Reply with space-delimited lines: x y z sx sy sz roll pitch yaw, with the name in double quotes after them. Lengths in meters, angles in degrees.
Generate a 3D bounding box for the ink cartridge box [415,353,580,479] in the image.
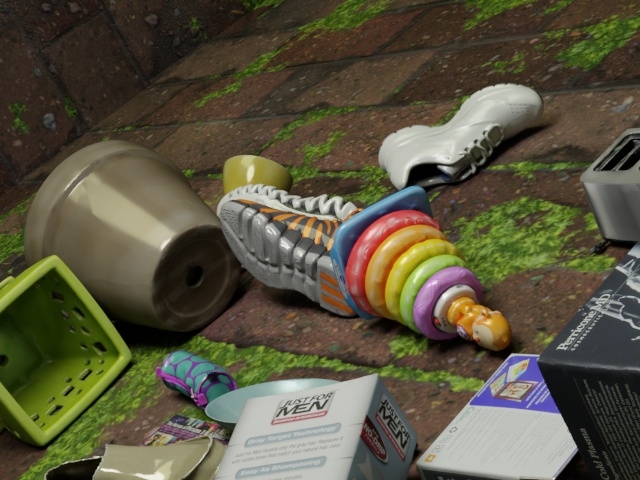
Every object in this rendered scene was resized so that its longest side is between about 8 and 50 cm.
0.240 0.204 1.413 0.206 0.045 0.208 -42 21 -32 "ink cartridge box"

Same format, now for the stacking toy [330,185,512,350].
0.157 0.072 1.708 0.165 0.175 0.302 -29 36 -16 "stacking toy"

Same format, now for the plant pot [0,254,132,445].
-0.490 0.185 2.090 0.207 0.227 0.228 -11 28 50 "plant pot"

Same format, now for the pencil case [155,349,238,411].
-0.182 0.207 1.878 0.070 0.064 0.151 -11 12 -28 "pencil case"

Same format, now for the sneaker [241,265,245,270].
-0.149 -0.005 2.289 0.064 0.067 0.175 -27 21 7 "sneaker"

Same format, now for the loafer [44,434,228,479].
-0.239 0.300 1.597 0.268 0.092 0.102 -22 25 16 "loafer"

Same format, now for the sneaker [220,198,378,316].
0.000 0.000 1.999 0.321 0.125 0.180 30 47 31 "sneaker"

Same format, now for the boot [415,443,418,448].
0.051 0.267 1.520 0.106 0.037 0.114 6 41 37 "boot"

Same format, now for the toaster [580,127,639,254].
0.452 -0.072 1.681 0.185 0.110 0.168 -42 25 -28 "toaster"

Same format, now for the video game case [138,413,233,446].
-0.193 0.323 1.674 0.210 0.042 0.232 -42 26 -30 "video game case"

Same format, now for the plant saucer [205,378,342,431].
-0.053 0.225 1.672 0.195 0.037 0.195 -8 8 1 "plant saucer"

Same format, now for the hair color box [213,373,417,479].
-0.034 0.324 1.344 0.185 0.114 0.374 -14 34 29 "hair color box"

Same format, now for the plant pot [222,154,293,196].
-0.126 -0.084 2.376 0.134 0.134 0.095 -10 55 37 "plant pot"

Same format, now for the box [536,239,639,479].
0.449 0.092 1.249 0.312 0.179 0.343 -1 35 50 "box"

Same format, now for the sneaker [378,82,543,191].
0.246 -0.159 2.148 0.297 0.111 0.129 -28 38 11 "sneaker"

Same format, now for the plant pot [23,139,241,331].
-0.289 0.019 2.153 0.323 0.323 0.280 -40 42 -25 "plant pot"

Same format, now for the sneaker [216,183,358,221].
-0.069 -0.019 2.146 0.292 0.110 0.118 7 54 36 "sneaker"
